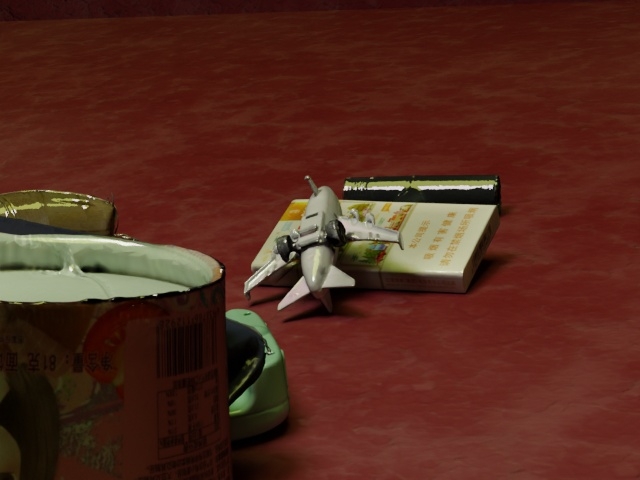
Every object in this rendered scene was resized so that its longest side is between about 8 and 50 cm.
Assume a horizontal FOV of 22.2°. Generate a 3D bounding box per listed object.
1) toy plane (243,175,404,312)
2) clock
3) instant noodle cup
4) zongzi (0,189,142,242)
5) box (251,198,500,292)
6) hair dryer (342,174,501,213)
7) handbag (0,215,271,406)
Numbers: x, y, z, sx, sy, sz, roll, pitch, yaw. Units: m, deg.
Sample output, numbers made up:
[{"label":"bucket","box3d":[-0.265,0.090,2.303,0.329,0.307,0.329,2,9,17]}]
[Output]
[{"label":"toy plane","box3d":[0.000,0.000,1.547,0.162,0.065,0.171,-19,41,17]},{"label":"clock","box3d":[-0.134,0.115,1.278,0.211,0.066,0.159,-10,16,-12]},{"label":"instant noodle cup","box3d":[-0.150,0.124,0.878,0.243,0.231,0.243,2,10,0]},{"label":"zongzi","box3d":[-0.301,-0.017,1.804,0.189,0.081,0.178,-5,5,-17]},{"label":"box","box3d":[0.055,0.003,1.603,0.220,0.032,0.122,1,36,25]},{"label":"hair dryer","box3d":[0.095,-0.023,1.720,0.173,0.050,0.195,-3,20,15]},{"label":"handbag","box3d":[-0.234,0.100,1.169,0.326,0.118,0.269,8,47,41]}]
